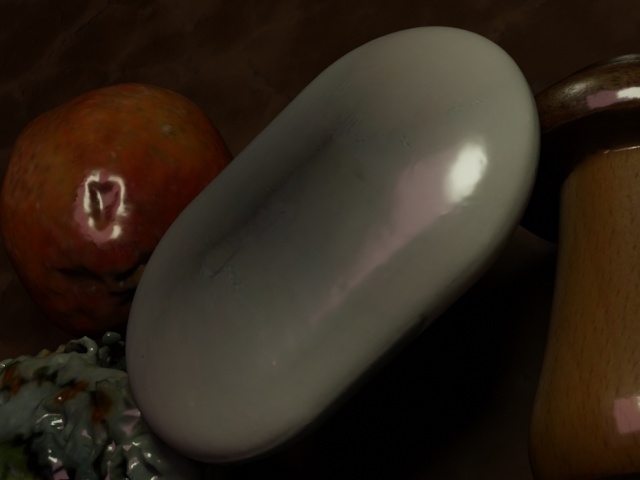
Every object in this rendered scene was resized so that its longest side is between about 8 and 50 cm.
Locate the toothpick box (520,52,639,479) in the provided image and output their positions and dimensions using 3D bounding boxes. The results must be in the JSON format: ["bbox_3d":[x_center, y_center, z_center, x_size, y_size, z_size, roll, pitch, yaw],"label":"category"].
[{"bbox_3d":[0.205,0.026,0.856,0.192,0.192,0.294,-12,58,28],"label":"toothpick box"}]

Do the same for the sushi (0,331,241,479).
[{"bbox_3d":[-0.224,0.243,0.990,0.417,0.176,0.417,-17,49,20],"label":"sushi"}]

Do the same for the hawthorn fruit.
[{"bbox_3d":[-0.155,-0.015,1.103,0.210,0.210,0.262,-40,22,3],"label":"hawthorn fruit"}]

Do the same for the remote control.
[{"bbox_3d":[0.000,0.000,0.875,0.332,0.103,0.221,-43,39,11],"label":"remote control"}]
